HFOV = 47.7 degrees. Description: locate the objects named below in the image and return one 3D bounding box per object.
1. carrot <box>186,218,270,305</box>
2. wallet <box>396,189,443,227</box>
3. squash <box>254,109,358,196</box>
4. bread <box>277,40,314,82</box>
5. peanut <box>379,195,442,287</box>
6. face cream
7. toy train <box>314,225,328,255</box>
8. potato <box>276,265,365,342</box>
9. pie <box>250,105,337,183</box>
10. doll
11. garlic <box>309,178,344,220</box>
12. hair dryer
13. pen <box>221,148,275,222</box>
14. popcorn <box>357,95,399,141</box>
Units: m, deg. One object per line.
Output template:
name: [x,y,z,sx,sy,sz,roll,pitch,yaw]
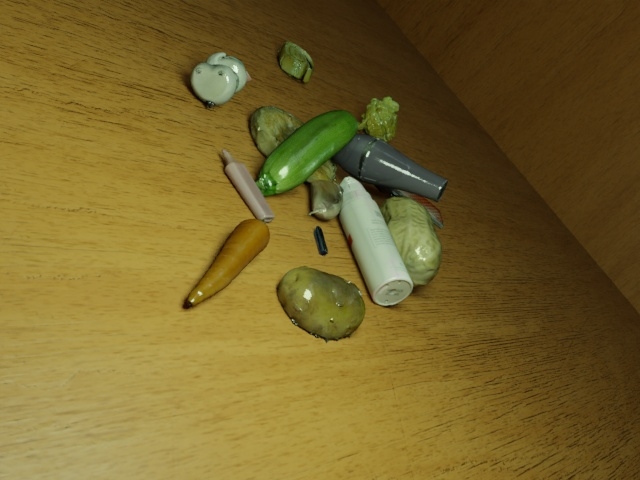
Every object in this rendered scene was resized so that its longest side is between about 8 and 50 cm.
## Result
carrot: [-0.156,0.033,1.290,0.069,0.069,0.336,42,29,-6]
wallet: [0.300,-0.120,2.224,0.196,0.020,0.103,35,28,-20]
squash: [-0.026,-0.215,1.693,0.107,0.107,0.395,45,49,2]
bread: [-0.078,-0.559,2.281,0.117,0.064,0.156,28,31,-22]
peanut: [0.214,-0.010,1.800,0.152,0.152,0.313,33,28,-22]
face cream: [0.114,-0.007,1.697,0.102,0.102,0.345,23,33,-37]
toy train: [0.000,0.000,1.614,0.017,0.017,0.083,28,30,-34]
potato: [0.013,0.112,1.400,0.200,0.081,0.164,15,39,-42]
pie: [-0.064,-0.236,1.831,0.274,0.055,0.274,33,28,-20]
doll: [-0.240,-0.391,1.746,0.110,0.107,0.180,9,31,9]
garlic: [0.011,-0.085,1.712,0.084,0.066,0.152,12,42,-9]
hair dryer: [0.200,-0.164,1.953,0.301,0.121,0.361,26,-3,15]
pen: [-0.162,-0.120,1.544,0.053,0.032,0.197,-1,53,-55]
popcorn: [0.195,-0.383,2.340,0.135,0.162,0.141,28,-39,56]
